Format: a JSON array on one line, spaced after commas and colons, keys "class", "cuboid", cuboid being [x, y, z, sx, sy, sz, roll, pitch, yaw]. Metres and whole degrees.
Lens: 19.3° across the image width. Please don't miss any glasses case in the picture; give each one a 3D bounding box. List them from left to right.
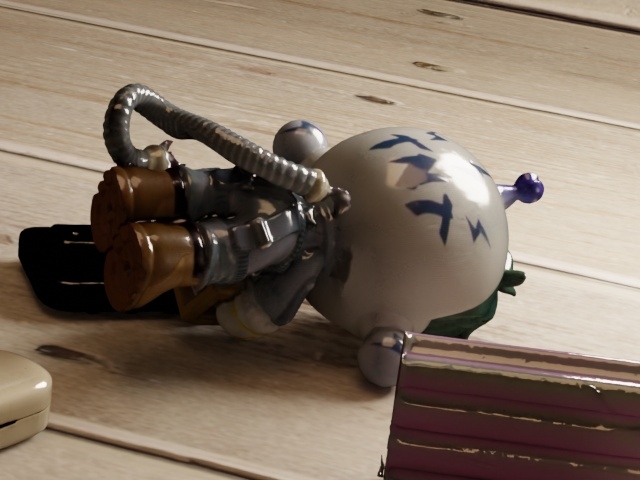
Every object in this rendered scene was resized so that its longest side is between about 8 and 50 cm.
[{"class": "glasses case", "cuboid": [-0.277, 0.126, 1.326, 0.083, 0.050, 0.196, 18, 23, 34]}]

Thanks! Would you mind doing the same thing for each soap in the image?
[{"class": "soap", "cuboid": [0.148, 0.138, 1.330, 0.203, 0.122, 0.065, 8, 21, 0]}]

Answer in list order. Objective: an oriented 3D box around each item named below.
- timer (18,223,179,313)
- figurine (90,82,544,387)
[{"class": "timer", "cuboid": [-0.165, 0.017, 1.659, 0.187, 0.055, 0.144, -1, 21, -20]}, {"class": "figurine", "cuboid": [0.000, 0.004, 1.558, 0.382, 0.261, 0.186, -3, -19, -28]}]
